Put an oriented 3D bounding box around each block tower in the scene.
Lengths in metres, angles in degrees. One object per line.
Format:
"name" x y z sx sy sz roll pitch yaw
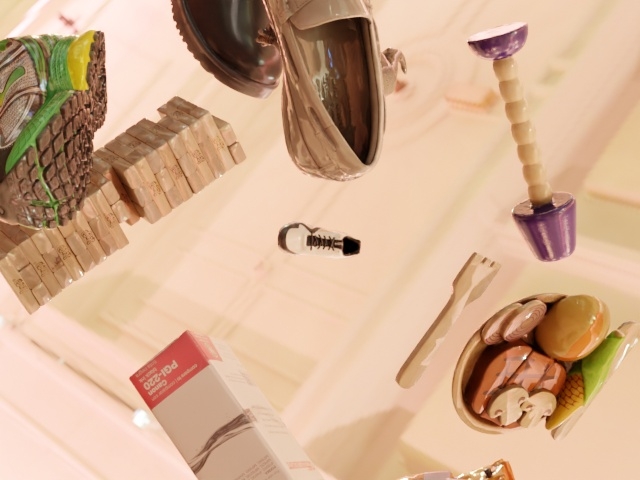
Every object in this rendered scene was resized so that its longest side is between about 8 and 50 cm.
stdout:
"block tower" -0.261 -0.054 1.520 0.335 0.091 0.097 -38 -143 -19

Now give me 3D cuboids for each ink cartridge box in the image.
"ink cartridge box" -0.099 0.217 1.367 0.092 0.158 0.218 -40 -105 3

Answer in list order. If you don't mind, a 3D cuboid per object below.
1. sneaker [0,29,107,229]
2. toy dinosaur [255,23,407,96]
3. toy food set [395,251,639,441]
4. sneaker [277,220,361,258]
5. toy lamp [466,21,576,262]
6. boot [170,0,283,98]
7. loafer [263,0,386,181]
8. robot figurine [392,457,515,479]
"sneaker" -0.322 -0.122 1.335 0.146 0.134 0.343 0 -148 -1
"toy dinosaur" 0.025 -0.223 1.512 0.121 0.313 0.160 -43 -122 9
"toy food set" 0.155 0.091 0.887 0.132 0.192 0.038 -59 -144 14
"sneaker" 0.000 0.000 1.383 0.044 0.109 0.040 3 -91 52
"toy lamp" 0.236 -0.108 1.393 0.080 0.274 0.080 -15 -165 4
"boot" -0.047 -0.471 1.681 0.445 0.146 0.367 -48 -127 33
"loafer" 0.006 -0.213 1.124 0.112 0.319 0.111 -16 -169 -26
"robot figurine" 0.063 0.316 1.105 0.291 0.211 0.085 -23 -173 15
